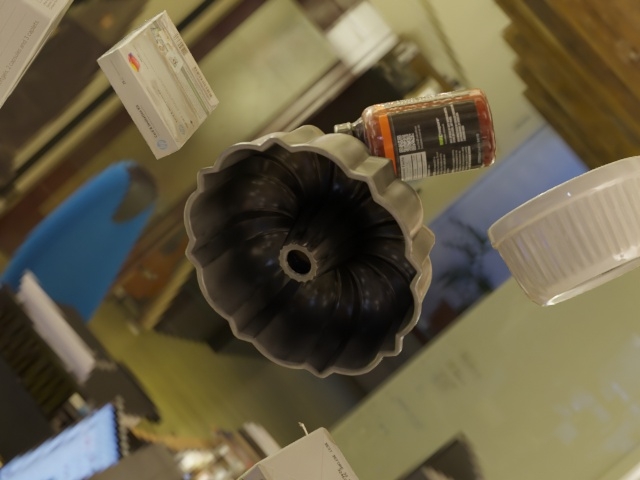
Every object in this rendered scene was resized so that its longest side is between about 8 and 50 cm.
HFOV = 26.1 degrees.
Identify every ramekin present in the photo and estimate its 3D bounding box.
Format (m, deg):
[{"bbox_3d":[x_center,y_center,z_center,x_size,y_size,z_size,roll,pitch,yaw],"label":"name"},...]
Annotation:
[{"bbox_3d":[0.310,-0.005,1.618,0.109,0.207,0.207,65,7,11],"label":"ramekin"}]

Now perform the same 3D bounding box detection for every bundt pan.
[{"bbox_3d":[0.000,0.000,1.724,0.331,0.331,0.124,49,40,-2],"label":"bundt pan"}]

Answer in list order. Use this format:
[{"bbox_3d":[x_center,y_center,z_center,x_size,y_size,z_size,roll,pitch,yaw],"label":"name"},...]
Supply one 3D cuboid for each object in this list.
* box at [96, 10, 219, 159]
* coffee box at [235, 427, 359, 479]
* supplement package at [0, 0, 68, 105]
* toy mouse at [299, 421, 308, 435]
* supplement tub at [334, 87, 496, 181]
[{"bbox_3d":[-0.203,-0.201,1.763,0.145,0.038,0.186,60,21,-16],"label":"box"},{"bbox_3d":[-0.069,0.354,1.503,0.119,0.297,0.168,-21,73,-49],"label":"coffee box"},{"bbox_3d":[-0.378,-0.284,1.373,0.263,0.199,0.198,33,44,-12],"label":"supplement package"},{"bbox_3d":[-0.007,0.314,1.752,0.143,0.031,0.161,-79,151,-58],"label":"toy mouse"},{"bbox_3d":[0.119,-0.130,1.768,0.106,0.198,0.106,171,-90,-89],"label":"supplement tub"}]
